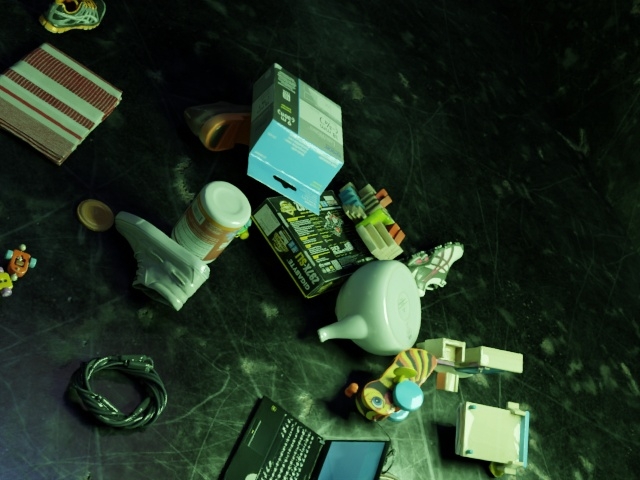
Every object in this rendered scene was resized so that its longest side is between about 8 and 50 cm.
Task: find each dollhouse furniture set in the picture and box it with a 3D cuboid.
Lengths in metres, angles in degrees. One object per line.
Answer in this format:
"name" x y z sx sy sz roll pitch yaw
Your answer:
"dollhouse furniture set" 0.348 0.424 1.983 0.286 0.198 0.304 14 71 -27

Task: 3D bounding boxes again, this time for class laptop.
"laptop" -0.023 0.447 1.606 0.264 0.136 0.234 38 38 -8

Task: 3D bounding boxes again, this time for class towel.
"towel" -0.632 -0.329 1.854 0.237 0.037 0.329 34 38 -10

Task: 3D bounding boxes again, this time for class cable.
"cable" -0.386 0.289 1.512 0.184 0.047 0.151 8 56 -40

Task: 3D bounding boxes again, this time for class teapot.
"teapot" 0.125 0.167 1.964 0.256 0.187 0.253 41 50 -48

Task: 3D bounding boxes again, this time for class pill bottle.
"pill bottle" -0.256 -0.025 1.762 0.121 0.216 0.121 23 44 -24

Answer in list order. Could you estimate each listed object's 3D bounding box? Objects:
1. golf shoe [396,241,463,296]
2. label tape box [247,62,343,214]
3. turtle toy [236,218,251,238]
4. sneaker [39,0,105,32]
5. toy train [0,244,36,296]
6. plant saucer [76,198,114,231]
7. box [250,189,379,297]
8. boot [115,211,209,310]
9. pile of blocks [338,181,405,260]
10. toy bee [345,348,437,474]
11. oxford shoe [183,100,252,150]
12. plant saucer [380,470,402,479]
"golf shoe" 0.327 0.081 2.293 0.272 0.105 0.120 -18 84 -42
"label tape box" -0.059 -0.264 2.042 0.240 0.106 0.334 28 42 -31
"turtle toy" -0.222 -0.056 1.940 0.130 0.066 0.095 -2 57 -42
"sneaker" -0.631 -0.602 2.061 0.084 0.083 0.215 43 37 1
"toy train" -0.633 0.051 1.504 0.166 0.046 0.125 20 43 -31
"plant saucer" -0.495 -0.057 1.744 0.083 0.013 0.084 24 43 -25
"box" 0.000 0.000 2.036 0.257 0.079 0.322 53 29 13
"boot" -0.371 0.044 1.700 0.258 0.095 0.123 31 70 20
"pile of blocks" 0.138 -0.087 2.152 0.149 0.112 0.362 46 11 -35
"toy bee" 0.149 0.343 1.792 0.162 0.195 0.298 33 32 -1
"oxford shoe" -0.213 -0.332 2.156 0.132 0.130 0.363 42 28 23
"plant saucer" 0.139 0.618 1.667 0.310 0.050 0.311 24 42 -23
